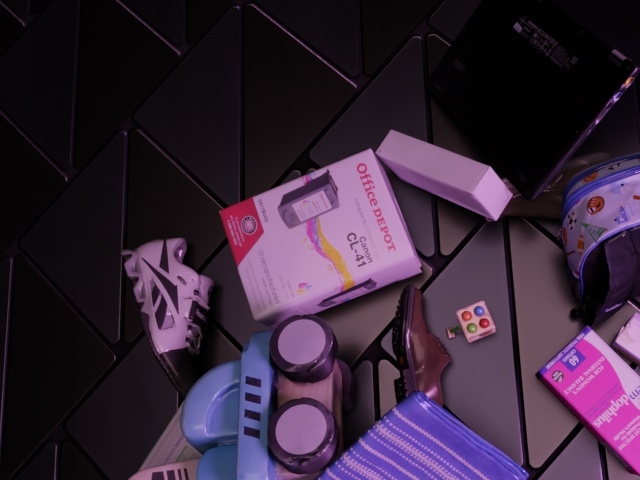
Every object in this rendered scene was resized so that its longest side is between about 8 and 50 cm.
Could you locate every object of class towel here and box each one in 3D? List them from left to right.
[{"bbox_3d":[0.118,0.394,1.216,0.243,0.040,0.336,38,108,-16],"label":"towel"}]

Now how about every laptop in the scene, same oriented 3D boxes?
[{"bbox_3d":[0.456,-0.306,1.408,0.408,0.236,0.382,-55,40,24],"label":"laptop"}]

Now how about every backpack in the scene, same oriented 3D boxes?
[{"bbox_3d":[0.503,-0.020,1.280,0.276,0.263,0.213,-22,64,8],"label":"backpack"}]

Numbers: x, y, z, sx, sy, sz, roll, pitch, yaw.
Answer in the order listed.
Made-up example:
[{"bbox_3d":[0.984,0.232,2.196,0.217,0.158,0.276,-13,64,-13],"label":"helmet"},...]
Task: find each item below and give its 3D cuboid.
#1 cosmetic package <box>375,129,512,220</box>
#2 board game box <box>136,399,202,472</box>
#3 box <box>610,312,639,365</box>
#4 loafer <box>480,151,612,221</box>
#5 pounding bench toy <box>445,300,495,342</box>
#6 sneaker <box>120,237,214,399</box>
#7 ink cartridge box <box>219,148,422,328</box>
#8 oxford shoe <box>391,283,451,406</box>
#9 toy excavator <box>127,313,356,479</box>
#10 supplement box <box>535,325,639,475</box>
[{"bbox_3d":[0.212,-0.118,1.410,0.239,0.099,0.060,30,86,45],"label":"cosmetic package"},{"bbox_3d":[-0.178,0.472,1.430,0.316,0.064,0.242,32,86,18],"label":"board game box"},{"bbox_3d":[0.623,0.237,1.294,0.324,0.067,0.063,37,88,18],"label":"box"},{"bbox_3d":[0.396,-0.079,1.409,0.251,0.094,0.088,-18,69,9],"label":"loafer"},{"bbox_3d":[0.256,0.147,1.404,0.083,0.065,0.052,-23,73,7],"label":"pounding bench toy"},{"bbox_3d":[-0.256,0.131,1.496,0.146,0.122,0.331,-21,66,-6],"label":"sneaker"},{"bbox_3d":[0.000,0.000,1.468,0.306,0.131,0.226,-23,72,9],"label":"ink cartridge box"},{"bbox_3d":[0.177,0.188,1.417,0.096,0.083,0.227,1,74,-9],"label":"oxford shoe"},{"bbox_3d":[-0.170,0.363,1.316,0.444,0.222,0.433,-7,57,11],"label":"toy excavator"},{"bbox_3d":[0.467,0.259,1.303,0.111,0.114,0.220,-43,73,0],"label":"supplement box"}]
